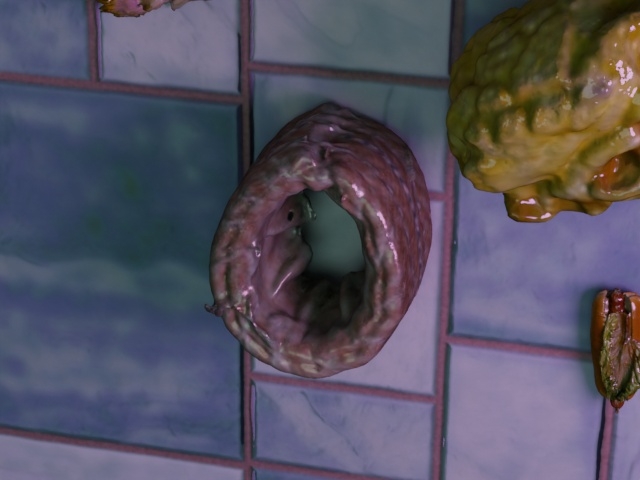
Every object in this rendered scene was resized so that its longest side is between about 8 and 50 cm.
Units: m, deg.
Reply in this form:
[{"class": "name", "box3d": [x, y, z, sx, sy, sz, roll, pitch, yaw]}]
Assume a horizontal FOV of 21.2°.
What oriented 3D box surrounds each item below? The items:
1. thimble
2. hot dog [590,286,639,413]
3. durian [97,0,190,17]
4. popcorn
[{"class": "thimble", "box3d": [0.004, 0.006, 1.605, 0.196, 0.148, 0.229, 25, 120, 2]}, {"class": "hot dog", "box3d": [0.286, 0.105, 1.635, 0.056, 0.041, 0.133, 2, 115, 14]}, {"class": "durian", "box3d": [-0.114, -0.298, 1.472, 0.305, 0.195, 0.186, -21, 101, 25]}, {"class": "popcorn", "box3d": [0.244, -0.122, 1.438, 0.285, 0.174, 0.225, -2, 155, 10]}]
